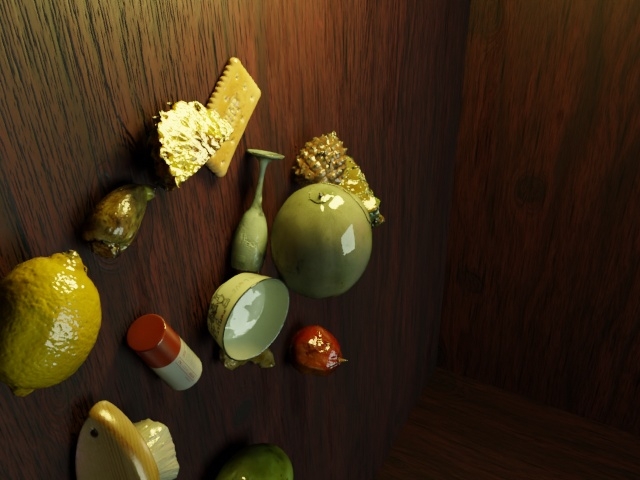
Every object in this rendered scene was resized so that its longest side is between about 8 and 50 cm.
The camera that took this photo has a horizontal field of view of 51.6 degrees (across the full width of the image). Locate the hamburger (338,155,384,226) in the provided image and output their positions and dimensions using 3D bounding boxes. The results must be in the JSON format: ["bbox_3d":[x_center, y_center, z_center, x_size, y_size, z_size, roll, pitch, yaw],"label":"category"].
[{"bbox_3d":[0.085,-0.129,2.119,0.192,0.288,0.168,-22,148,-3],"label":"hamburger"}]

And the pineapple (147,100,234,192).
[{"bbox_3d":[-0.308,-0.193,1.369,0.140,0.164,0.250,48,46,-16],"label":"pineapple"}]

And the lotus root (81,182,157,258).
[{"bbox_3d":[-0.386,-0.051,1.279,0.108,0.094,0.191,-42,-160,49],"label":"lotus root"}]

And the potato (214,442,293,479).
[{"bbox_3d":[-0.205,0.730,1.997,0.304,0.215,0.216,-5,109,-53],"label":"potato"}]

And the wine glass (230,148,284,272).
[{"bbox_3d":[-0.212,-0.069,1.647,0.264,0.096,0.310,-8,112,-58],"label":"wine glass"}]

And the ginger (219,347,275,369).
[{"bbox_3d":[-0.209,0.324,1.904,0.299,0.065,0.118,40,55,-64],"label":"ginger"}]

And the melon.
[{"bbox_3d":[0.000,0.000,1.731,0.268,0.268,0.330,-51,157,-42],"label":"melon"}]

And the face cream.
[{"bbox_3d":[-0.354,0.258,1.515,0.096,0.095,0.214,-62,153,-26],"label":"face cream"}]

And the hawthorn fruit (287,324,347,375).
[{"bbox_3d":[-0.021,0.374,2.216,0.173,0.179,0.174,-28,147,-19],"label":"hawthorn fruit"}]

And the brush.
[{"bbox_3d":[-0.421,0.451,1.430,0.166,0.174,0.267,-48,131,-67],"label":"brush"}]

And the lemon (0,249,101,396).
[{"bbox_3d":[-0.463,0.135,1.097,0.188,0.188,0.257,26,81,-66],"label":"lemon"}]

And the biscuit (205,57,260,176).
[{"bbox_3d":[-0.218,-0.287,1.559,0.250,0.030,0.160,-68,155,-15],"label":"biscuit"}]

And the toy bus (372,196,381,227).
[{"bbox_3d":[0.104,-0.050,2.280,0.262,0.127,0.150,-70,156,-9],"label":"toy bus"}]

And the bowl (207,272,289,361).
[{"bbox_3d":[-0.203,0.184,1.728,0.237,0.126,0.238,-30,133,-38],"label":"bowl"}]

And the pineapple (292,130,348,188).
[{"bbox_3d":[0.008,-0.235,1.930,0.193,0.166,0.166,-70,156,-16],"label":"pineapple"}]
